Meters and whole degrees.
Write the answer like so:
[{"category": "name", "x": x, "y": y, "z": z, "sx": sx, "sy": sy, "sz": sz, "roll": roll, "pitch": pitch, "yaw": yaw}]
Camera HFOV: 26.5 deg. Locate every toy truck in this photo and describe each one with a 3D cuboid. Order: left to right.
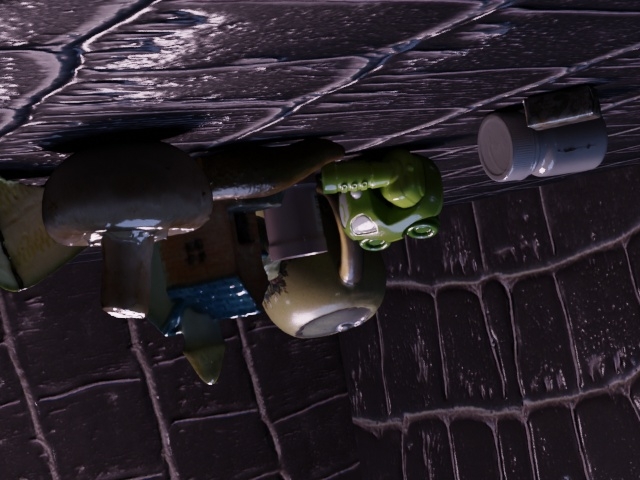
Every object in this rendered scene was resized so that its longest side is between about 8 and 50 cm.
[{"category": "toy truck", "x": 0.107, "y": -0.085, "z": 2.253, "sx": 0.187, "sy": 0.148, "sz": 0.210, "roll": -8, "pitch": 153, "yaw": 14}]

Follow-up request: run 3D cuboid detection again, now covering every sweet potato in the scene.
[{"category": "sweet potato", "x": -0.073, "y": -0.101, "z": 1.871, "sx": 0.243, "sy": 0.077, "sz": 0.077, "roll": -12, "pitch": 178, "yaw": -16}]

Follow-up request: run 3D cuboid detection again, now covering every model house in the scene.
[{"category": "model house", "x": -0.167, "y": 0.051, "z": 2.033, "sx": 0.267, "sy": 0.325, "sz": 0.194, "roll": -11, "pitch": 175, "yaw": 28}]

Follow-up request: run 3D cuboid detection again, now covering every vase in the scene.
[{"category": "vase", "x": 0.000, "y": 0.000, "z": 2.520, "sx": 0.241, "sy": 0.302, "sz": 0.329, "roll": -8, "pitch": 159, "yaw": -24}]

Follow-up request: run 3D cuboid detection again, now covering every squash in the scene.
[{"category": "squash", "x": -0.375, "y": -0.056, "z": 1.810, "sx": 0.093, "sy": 0.169, "sz": 0.252, "roll": -8, "pitch": -159, "yaw": 35}]

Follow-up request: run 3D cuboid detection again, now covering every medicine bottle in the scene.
[{"category": "medicine bottle", "x": 0.326, "y": -0.145, "z": 1.986, "sx": 0.168, "sy": 0.105, "sz": 0.105, "roll": -9, "pitch": 177, "yaw": -23}]

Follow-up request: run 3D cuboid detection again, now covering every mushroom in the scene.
[{"category": "mushroom", "x": -0.231, "y": -0.014, "z": 1.634, "sx": 0.207, "sy": 0.215, "sz": 0.207, "roll": -1, "pitch": 176, "yaw": 0}]

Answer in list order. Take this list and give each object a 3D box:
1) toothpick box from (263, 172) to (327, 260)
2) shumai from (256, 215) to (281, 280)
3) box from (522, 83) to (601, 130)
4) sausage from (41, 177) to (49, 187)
[{"category": "toothpick box", "x": -0.047, "y": -0.047, "z": 2.235, "sx": 0.098, "sy": 0.149, "sz": 0.098, "roll": -9, "pitch": 177, "yaw": 0}, {"category": "shumai", "x": -0.192, "y": 0.051, "z": 2.352, "sx": 0.260, "sy": 0.222, "sz": 0.225, "roll": 13, "pitch": -165, "yaw": 13}, {"category": "box", "x": 0.330, "y": -0.181, "z": 1.856, "sx": 0.098, "sy": 0.045, "sz": 0.062, "roll": -9, "pitch": 177, "yaw": 25}, {"category": "sausage", "x": -0.337, "y": -0.076, "z": 1.869, "sx": 0.031, "sy": 0.031, "sz": 0.107, "roll": -12, "pitch": 177, "yaw": 44}]
